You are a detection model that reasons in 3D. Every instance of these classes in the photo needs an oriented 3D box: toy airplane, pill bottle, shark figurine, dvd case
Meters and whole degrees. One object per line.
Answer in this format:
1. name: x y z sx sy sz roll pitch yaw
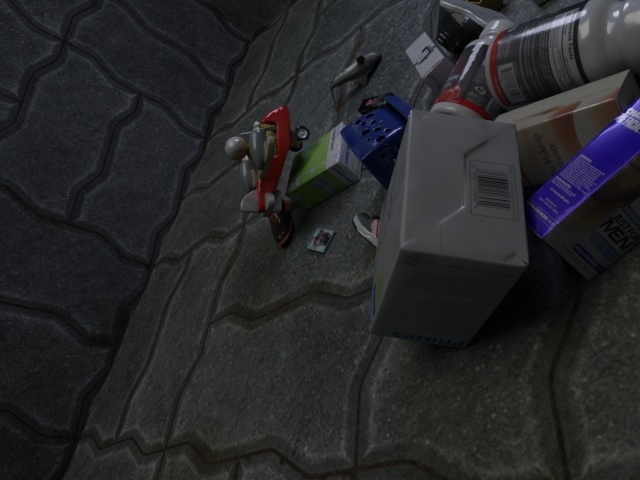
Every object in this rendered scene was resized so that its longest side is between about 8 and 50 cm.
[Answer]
1. toy airplane: -0.227 -0.278 1.917 0.384 0.273 0.386 -86 20 -57
2. pill bottle: 0.583 -0.426 1.194 0.363 0.210 0.210 2 63 55
3. pill bottle: 0.443 -0.434 1.435 0.176 0.176 0.318 15 73 59
4. shark figurine: 0.138 -0.676 2.194 0.278 0.116 0.166 -31 4 24
5. dvd case: 0.000 0.000 1.826 0.119 0.013 0.087 14 73 59

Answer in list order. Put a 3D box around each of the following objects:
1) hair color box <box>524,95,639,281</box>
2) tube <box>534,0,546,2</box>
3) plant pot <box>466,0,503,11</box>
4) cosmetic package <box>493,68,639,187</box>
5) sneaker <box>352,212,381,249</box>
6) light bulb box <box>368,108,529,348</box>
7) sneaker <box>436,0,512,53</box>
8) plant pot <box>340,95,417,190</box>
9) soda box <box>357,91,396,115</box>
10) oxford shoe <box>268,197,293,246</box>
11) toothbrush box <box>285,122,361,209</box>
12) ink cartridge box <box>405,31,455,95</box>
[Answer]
1. hair color box: 0.553 -0.101 0.953 0.339 0.185 0.110 -48 31 16
2. tube: 0.652 -0.802 1.607 0.070 0.062 0.240 -1 45 8
3. plant pot: 0.544 -0.781 1.711 0.081 0.083 0.081 -52 31 8
4. cosmetic package: 0.520 -0.223 1.123 0.296 0.153 0.129 -13 29 52
5. sneaker: 0.209 -0.051 1.458 0.178 0.124 0.295 -56 37 11
6. light bulb box: 0.250 -0.013 1.107 0.361 0.226 0.357 97 -177 -56
7. sneaker: 0.490 -0.661 1.680 0.296 0.105 0.146 43 143 35
8. plant pot: 0.229 -0.278 1.556 0.212 0.236 0.236 -42 33 11
9. soda box: 0.216 -0.501 1.950 0.169 0.053 0.060 8 68 57
10. oxford shoe: -0.177 -0.081 2.072 0.097 0.098 0.271 -43 33 23
11. toothbrush box: 0.015 -0.272 1.954 0.283 0.122 0.206 -30 40 40
12. ink cartridge box: 0.373 -0.537 1.653 0.093 0.160 0.219 -42 34 24
